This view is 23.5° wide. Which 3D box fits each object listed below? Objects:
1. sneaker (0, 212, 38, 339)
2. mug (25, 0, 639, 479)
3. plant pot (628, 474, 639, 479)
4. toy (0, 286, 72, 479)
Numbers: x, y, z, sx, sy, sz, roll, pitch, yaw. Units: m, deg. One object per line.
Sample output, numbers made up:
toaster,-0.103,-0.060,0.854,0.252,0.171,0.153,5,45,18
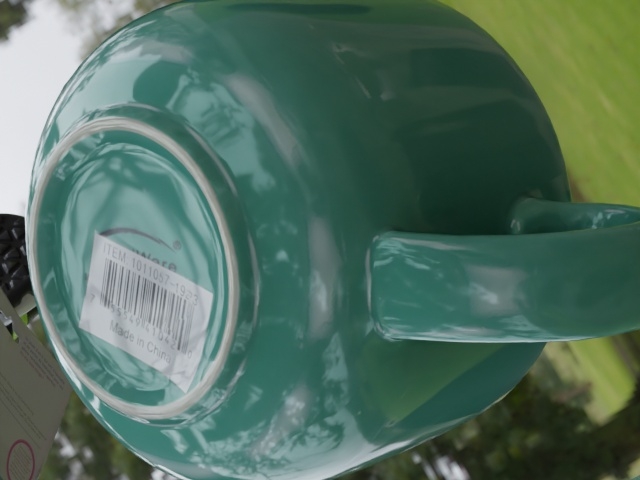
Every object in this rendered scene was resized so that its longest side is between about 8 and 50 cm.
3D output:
sneaker,-0.242,0.076,0.904,0.084,0.235,0.097,46,167,35
mug,-0.006,-0.006,0.393,0.097,0.158,0.129,-13,-107,-47
plant pot,0.300,0.181,0.731,0.271,0.255,0.271,52,-166,-19
toy,-0.216,0.128,0.796,0.137,0.056,0.237,63,-150,-41
